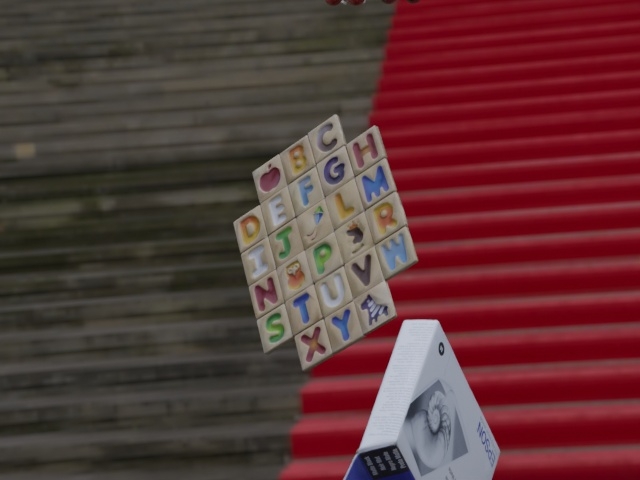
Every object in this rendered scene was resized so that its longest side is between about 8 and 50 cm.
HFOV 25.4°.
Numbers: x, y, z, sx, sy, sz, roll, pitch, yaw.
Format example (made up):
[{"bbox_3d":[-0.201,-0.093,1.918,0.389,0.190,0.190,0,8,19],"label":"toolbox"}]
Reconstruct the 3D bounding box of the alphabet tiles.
[{"bbox_3d":[0.000,0.000,2.029,0.285,0.342,0.011,-33,-34,29],"label":"alphabet tiles"}]

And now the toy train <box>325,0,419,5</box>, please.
[{"bbox_3d":[0.055,-0.403,1.993,0.105,0.143,0.248,-5,10,-19],"label":"toy train"}]

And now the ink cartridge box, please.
[{"bbox_3d":[0.107,0.233,1.432,0.045,0.223,0.224,-2,44,29],"label":"ink cartridge box"}]
